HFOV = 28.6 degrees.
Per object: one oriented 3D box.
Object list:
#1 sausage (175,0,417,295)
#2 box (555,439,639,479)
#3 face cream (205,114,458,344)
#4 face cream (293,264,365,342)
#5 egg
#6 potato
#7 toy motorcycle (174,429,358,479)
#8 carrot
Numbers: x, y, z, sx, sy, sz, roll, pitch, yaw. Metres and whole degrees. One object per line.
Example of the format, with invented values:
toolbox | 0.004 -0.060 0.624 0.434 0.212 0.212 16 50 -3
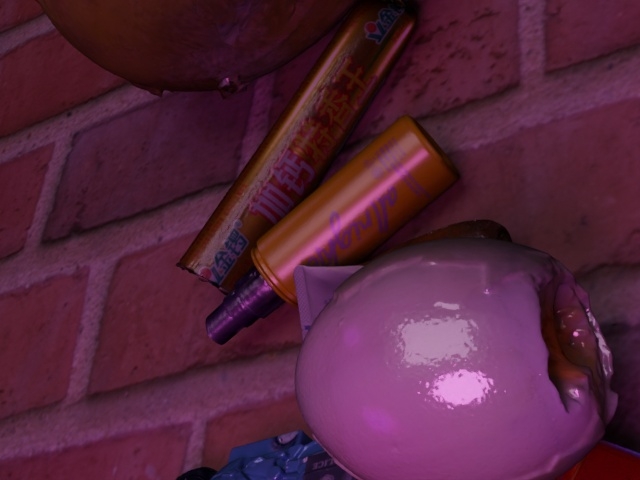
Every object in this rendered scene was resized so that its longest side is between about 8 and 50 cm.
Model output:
sausage | -0.008 -0.107 1.246 0.082 0.082 0.372 23 77 48
box | 0.200 0.197 0.847 0.175 0.048 0.112 14 71 46
face cream | 0.000 0.000 1.151 0.273 0.078 0.078 -40 42 11
face cream | 0.069 0.074 1.036 0.224 0.070 0.114 -3 96 42
egg | 0.080 0.093 0.860 0.217 0.183 0.183 -22 48 29
potato | -0.110 -0.339 1.264 0.442 0.385 0.319 -47 40 31
toy motorcycle | -0.043 0.234 0.986 0.272 0.123 0.182 -21 38 30
carrot | 0.080 0.027 1.074 0.186 0.060 0.060 -19 49 33
